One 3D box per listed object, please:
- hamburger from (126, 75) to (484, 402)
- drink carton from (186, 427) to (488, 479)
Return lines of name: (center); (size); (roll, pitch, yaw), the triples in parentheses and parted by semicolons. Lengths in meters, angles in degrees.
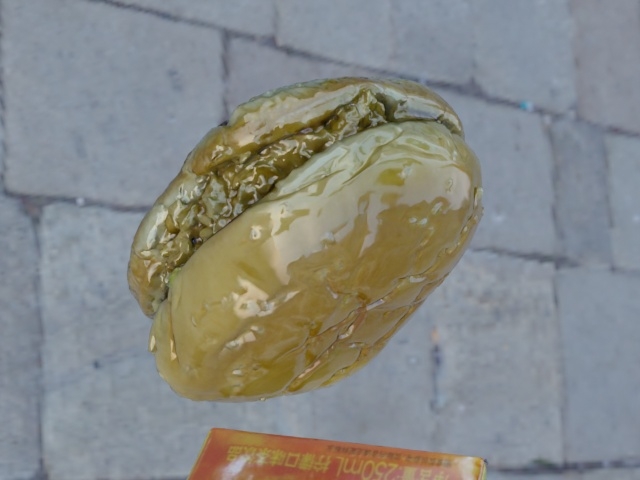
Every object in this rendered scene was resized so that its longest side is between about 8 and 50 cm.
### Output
hamburger: (0.000, 0.000, 1.272); (0.318, 0.319, 0.158); (-4, 52, -49)
drink carton: (-0.028, 0.240, 0.684); (0.351, 0.154, 0.111); (-65, 154, -52)
